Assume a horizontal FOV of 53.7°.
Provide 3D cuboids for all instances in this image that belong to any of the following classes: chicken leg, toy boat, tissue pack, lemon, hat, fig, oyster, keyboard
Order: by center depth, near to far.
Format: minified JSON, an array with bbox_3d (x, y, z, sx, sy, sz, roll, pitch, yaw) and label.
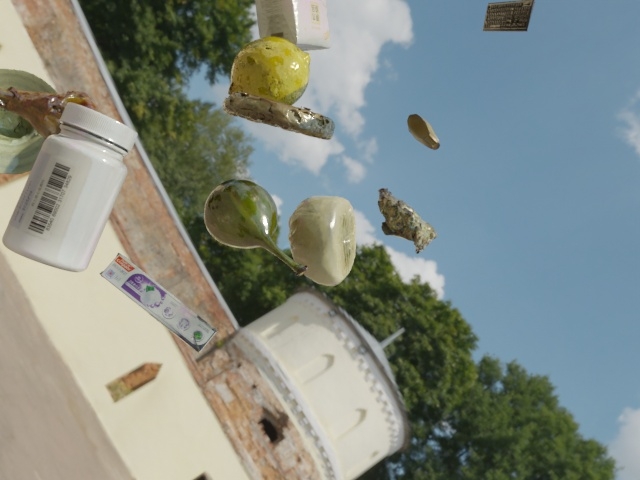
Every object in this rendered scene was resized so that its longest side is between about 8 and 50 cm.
[{"bbox_3d":[-0.535,-0.251,1.180,0.087,0.252,0.107,-36,-135,46],"label":"chicken leg"},{"bbox_3d":[-0.133,-0.009,1.246,0.259,0.151,0.151,57,-18,33],"label":"fig"},{"bbox_3d":[0.394,-0.474,1.337,0.198,0.010,0.063,-124,-138,-68],"label":"keyboard"},{"bbox_3d":[-0.120,-0.384,1.471,0.173,0.206,0.173,50,-19,24],"label":"lemon"},{"bbox_3d":[-0.732,-0.287,1.476,0.110,0.252,0.252,39,-29,48],"label":"hat"},{"bbox_3d":[0.242,-0.261,1.510,0.049,0.047,0.149,36,19,-33],"label":"toy boat"},{"bbox_3d":[-0.071,-0.611,1.706,0.124,0.225,0.184,1,-77,25],"label":"tissue pack"},{"bbox_3d":[0.237,-0.057,1.785,0.198,0.092,0.259,39,25,-15],"label":"oyster"}]

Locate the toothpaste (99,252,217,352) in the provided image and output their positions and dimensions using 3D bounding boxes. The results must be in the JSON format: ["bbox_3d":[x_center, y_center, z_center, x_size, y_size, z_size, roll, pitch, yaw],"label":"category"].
[{"bbox_3d":[-0.251,0.098,0.987,0.196,0.047,0.040,40,-13,-6],"label":"toothpaste"}]

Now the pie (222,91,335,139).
[{"bbox_3d":[-0.071,-0.211,1.065,0.195,0.195,0.046,29,-72,55],"label":"pie"}]

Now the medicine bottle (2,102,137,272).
[{"bbox_3d":[-0.299,-0.063,0.766,0.103,0.186,0.103,21,-3,1],"label":"medicine bottle"}]

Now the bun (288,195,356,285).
[{"bbox_3d":[0.000,0.000,1.364,0.128,0.178,0.193,0,-83,22],"label":"bun"}]
